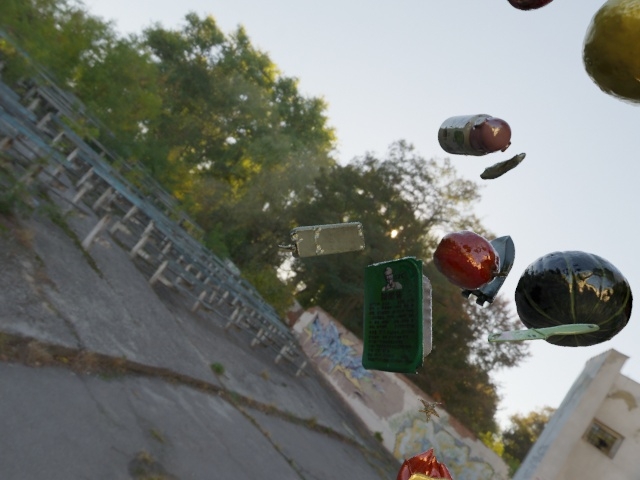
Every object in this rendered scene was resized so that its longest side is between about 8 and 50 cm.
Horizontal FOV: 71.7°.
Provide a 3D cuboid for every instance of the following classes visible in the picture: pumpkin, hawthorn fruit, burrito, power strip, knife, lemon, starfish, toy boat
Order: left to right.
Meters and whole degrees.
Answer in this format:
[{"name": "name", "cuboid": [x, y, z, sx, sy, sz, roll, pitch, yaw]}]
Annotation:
[{"name": "power strip", "cuboid": [0.000, 0.000, 1.355, 0.053, 0.288, 0.093, -7, -92, 64]}, {"name": "starfish", "cuboid": [0.373, 0.572, 1.515, 0.092, 0.086, 0.016, 45, -30, 15]}, {"name": "hawthorn fruit", "cuboid": [0.516, 0.075, 1.510, 0.253, 0.205, 0.205, 38, -9, 49]}, {"name": "toy boat", "cuboid": [0.683, 0.106, 1.769, 0.141, 0.319, 0.092, 29, -15, 26]}, {"name": "burrito", "cuboid": [0.735, -0.299, 1.791, 0.058, 0.063, 0.229, 24, -21, -11]}, {"name": "knife", "cuboid": [0.396, 0.165, 0.783, 0.030, 0.207, 0.014, -100, -175, -63]}, {"name": "pumpkin", "cuboid": [0.760, 0.180, 1.346, 0.323, 0.241, 0.323, 6, -44, 5]}, {"name": "lemon", "cuboid": [0.747, -0.440, 1.005, 0.284, 0.260, 0.260, 54, -11, 3]}]

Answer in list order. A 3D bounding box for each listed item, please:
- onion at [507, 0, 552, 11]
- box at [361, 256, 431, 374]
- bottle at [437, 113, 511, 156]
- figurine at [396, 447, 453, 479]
[{"name": "onion", "cuboid": [0.562, -0.650, 1.135, 0.140, 0.150, 0.150, 13, 10, -43]}, {"name": "box", "cuboid": [0.247, 0.231, 1.354, 0.106, 0.337, 0.264, 13, -16, -33]}, {"name": "bottle", "cuboid": [0.432, -0.295, 1.237, 0.120, 0.120, 0.253, 43, 2, -16]}, {"name": "figurine", "cuboid": [0.284, 0.681, 1.171, 0.208, 0.181, 0.257, 53, -11, 26]}]
